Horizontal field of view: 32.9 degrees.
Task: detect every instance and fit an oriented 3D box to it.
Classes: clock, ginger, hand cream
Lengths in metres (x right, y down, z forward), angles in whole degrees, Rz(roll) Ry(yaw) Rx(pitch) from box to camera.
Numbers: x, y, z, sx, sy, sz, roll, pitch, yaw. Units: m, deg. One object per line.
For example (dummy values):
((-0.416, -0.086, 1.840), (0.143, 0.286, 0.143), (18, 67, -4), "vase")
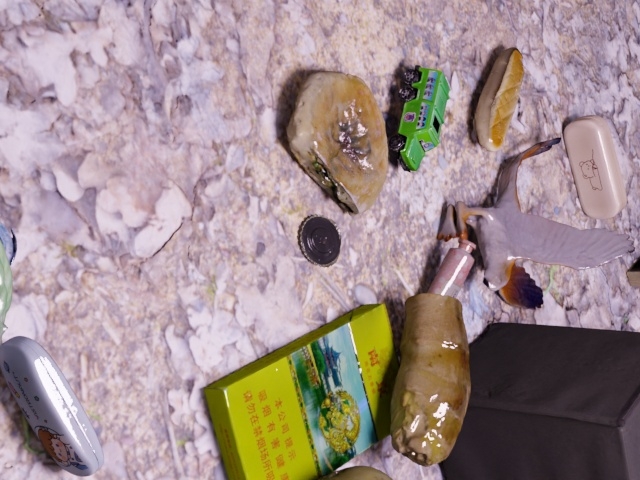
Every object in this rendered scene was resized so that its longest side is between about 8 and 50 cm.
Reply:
((0.000, 0.000, 1.548), (0.083, 0.010, 0.074), (21, 72, -43), "clock")
((0.161, 0.199, 1.570), (0.117, 0.109, 0.262), (8, 64, -3), "ginger")
((0.183, 0.095, 1.685), (0.067, 0.043, 0.209), (31, 83, -42), "hand cream")

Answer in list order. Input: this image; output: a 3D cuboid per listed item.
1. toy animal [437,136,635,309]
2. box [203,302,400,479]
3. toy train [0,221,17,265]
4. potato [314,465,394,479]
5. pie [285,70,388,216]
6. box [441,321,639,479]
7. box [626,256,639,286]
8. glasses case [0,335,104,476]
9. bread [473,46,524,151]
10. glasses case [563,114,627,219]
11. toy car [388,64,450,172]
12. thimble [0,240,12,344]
((0.327, -0.053, 1.810), (0.302, 0.225, 0.284), (2, 66, -34), "toy animal")
((-0.005, 0.226, 1.497), (0.335, 0.047, 0.187), (-24, 103, -45), "box")
((-0.427, 0.061, 1.033), (0.202, 0.131, 0.299), (28, 66, -33), "toy train")
((0.050, 0.417, 1.450), (0.165, 0.165, 0.262), (-29, 131, -43), "potato")
((0.032, -0.153, 1.568), (0.218, 0.052, 0.185), (45, 51, -36), "pie")
((0.375, 0.277, 1.674), (0.251, 0.345, 0.204), (-34, 116, -43), "box")
((0.666, 0.060, 2.173), (0.083, 0.079, 0.035), (-39, 114, -42), "box")
((-0.295, 0.183, 1.189), (0.045, 0.067, 0.178), (-42, 116, -42), "glasses case")
((0.298, -0.241, 1.845), (0.073, 0.053, 0.214), (46, 53, -38), "bread")
((0.515, -0.137, 2.035), (0.050, 0.083, 0.196), (-29, 105, -44), "glasses case")
((0.154, -0.186, 1.671), (0.071, 0.063, 0.165), (48, 51, -56), "toy car")
((-0.371, 0.040, 0.902), (0.219, 0.150, 0.219), (8, 77, -36), "thimble")
